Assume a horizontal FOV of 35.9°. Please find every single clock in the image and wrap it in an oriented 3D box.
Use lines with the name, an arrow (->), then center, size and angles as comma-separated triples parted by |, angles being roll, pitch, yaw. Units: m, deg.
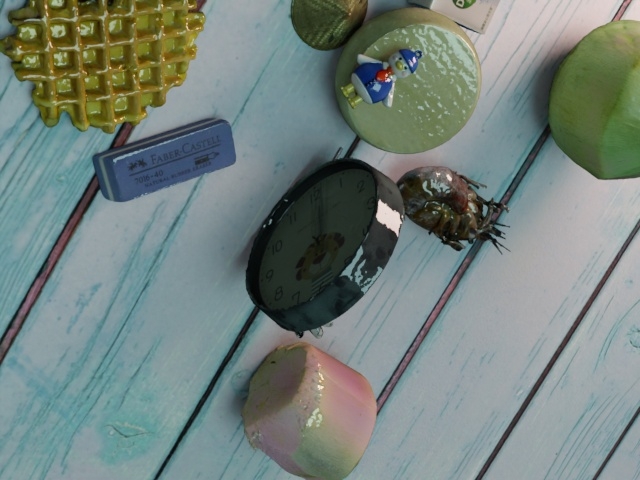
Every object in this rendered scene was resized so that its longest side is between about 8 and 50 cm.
clock -> 0.001, 0.001, 1.628 | 0.061, 0.312, 0.312 | 37, 91, -32

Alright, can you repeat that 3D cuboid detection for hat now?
hat -> 0.031, -0.374, 1.615 | 0.146, 0.067, 0.146 | -13, 119, -26

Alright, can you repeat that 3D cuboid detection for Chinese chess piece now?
Chinese chess piece -> 0.148, -0.270, 1.677 | 0.250, 0.101, 0.250 | -5, 121, -9

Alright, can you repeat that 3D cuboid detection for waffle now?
waffle -> -0.313, -0.293, 1.449 | 0.309, 0.065, 0.283 | -52, 128, -1

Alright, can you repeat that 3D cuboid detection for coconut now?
coconut -> -0.010, 0.331, 1.847 | 0.245, 0.233, 0.233 | 40, 89, -30
coconut -> 0.591, -0.257, 1.848 | 0.328, 0.328, 0.281 | -39, 129, -10

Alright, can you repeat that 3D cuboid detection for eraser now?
eraser -> -0.247, -0.130, 1.585 | 0.225, 0.036, 0.082 | -21, 124, -22

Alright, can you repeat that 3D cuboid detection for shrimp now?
shrimp -> 0.275, -0.058, 1.887 | 0.343, 0.116, 0.145 | 25, 122, -40

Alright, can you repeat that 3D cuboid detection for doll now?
doll -> 0.101, -0.264, 1.582 | 0.143, 0.057, 0.098 | -30, 94, 1

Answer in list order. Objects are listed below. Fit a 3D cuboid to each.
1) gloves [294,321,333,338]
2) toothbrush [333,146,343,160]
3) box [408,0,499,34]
gloves -> -0.016, 0.072, 1.776 | 0.111, 0.127, 0.212 | 22, 96, -27
toothbrush -> 0.015, -0.124, 1.763 | 0.006, 0.008, 0.097 | 23, 99, -51
box -> 0.256, -0.472, 1.699 | 0.139, 0.073, 0.194 | 14, 105, -36
